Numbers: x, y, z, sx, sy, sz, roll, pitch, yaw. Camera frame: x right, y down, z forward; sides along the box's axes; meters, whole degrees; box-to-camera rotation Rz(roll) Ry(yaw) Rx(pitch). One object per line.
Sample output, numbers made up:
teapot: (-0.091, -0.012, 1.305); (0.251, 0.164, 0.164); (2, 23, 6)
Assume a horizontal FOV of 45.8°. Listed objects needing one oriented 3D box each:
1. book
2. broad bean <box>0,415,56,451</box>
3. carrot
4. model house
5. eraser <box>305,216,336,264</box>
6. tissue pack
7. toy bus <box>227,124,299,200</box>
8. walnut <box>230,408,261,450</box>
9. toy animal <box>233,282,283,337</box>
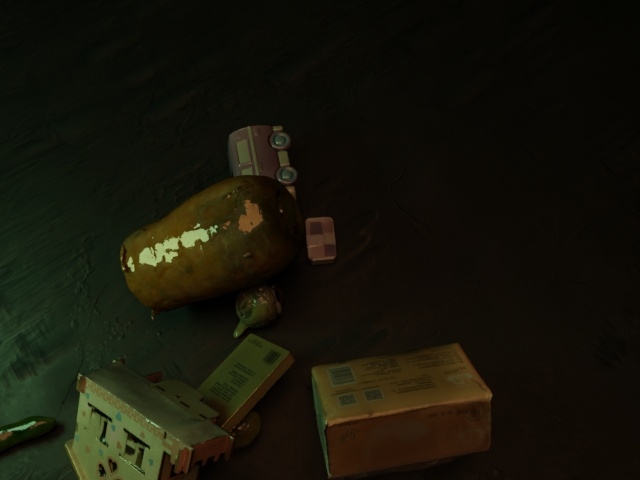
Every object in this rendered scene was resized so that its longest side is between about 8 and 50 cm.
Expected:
book: (-0.170, 0.289, 1.486); (0.231, 0.026, 0.161); (-45, 31, -20)
broad bean: (-0.623, 0.402, 1.471); (0.227, 0.039, 0.069); (-36, 64, -15)
carrot: (-0.208, 0.006, 1.525); (0.341, 0.224, 0.224); (-24, 64, 19)
model house: (-0.313, 0.391, 1.377); (0.326, 0.169, 0.244); (22, 103, 33)
eraser: (0.000, 0.000, 1.680); (0.065, 0.026, 0.105); (-4, 64, -6)
tissue pack: (0.149, 0.349, 1.434); (0.306, 0.238, 0.238); (-8, 65, -6)
toy bus: (-0.127, -0.141, 1.685); (0.142, 0.142, 0.202); (-7, 64, -11)
walnut: (-0.160, 0.363, 1.476); (0.092, 0.092, 0.092); (0, 65, -1)
toy animal: (-0.130, 0.146, 1.588); (0.098, 0.137, 0.098); (19, 25, -9)
